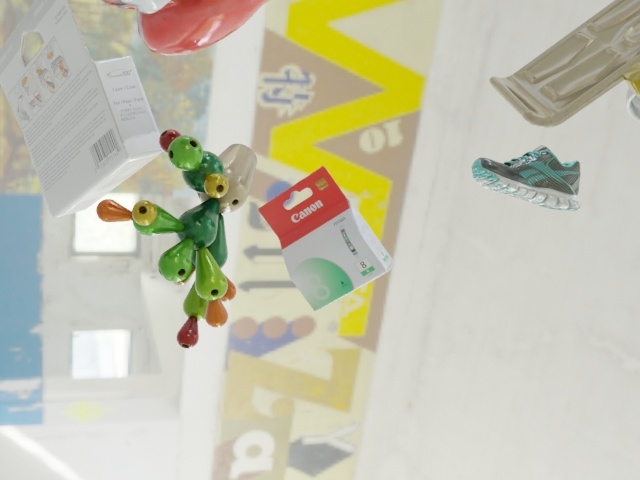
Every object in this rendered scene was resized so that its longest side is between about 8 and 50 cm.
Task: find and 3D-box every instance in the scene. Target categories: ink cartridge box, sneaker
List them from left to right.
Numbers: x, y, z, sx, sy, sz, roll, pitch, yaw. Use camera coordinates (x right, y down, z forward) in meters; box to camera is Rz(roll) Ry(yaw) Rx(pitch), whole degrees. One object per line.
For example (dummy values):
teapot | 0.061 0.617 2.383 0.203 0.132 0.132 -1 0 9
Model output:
ink cartridge box | -0.353 -0.196 1.292 0.296 0.066 0.261 -23 -92 52
ink cartridge box | 0.000 0.000 1.689 0.181 0.224 0.056 -31 -169 31
sneaker | 0.272 -0.091 1.188 0.065 0.167 0.076 6 -97 66

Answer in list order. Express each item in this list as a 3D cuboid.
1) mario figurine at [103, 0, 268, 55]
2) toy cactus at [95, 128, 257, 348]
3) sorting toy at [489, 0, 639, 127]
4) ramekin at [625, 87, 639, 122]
mario figurine | -0.113 -0.279 0.631 0.170 0.198 0.320 28 -50 22
toy cactus | -0.113 -0.023 0.839 0.180 0.112 0.219 -65 153 -45
sorting toy | 0.295 -0.175 0.872 0.041 0.229 0.307 55 11 -17
ramekin | 0.572 -0.250 1.368 0.207 0.207 0.109 147 -47 -70
